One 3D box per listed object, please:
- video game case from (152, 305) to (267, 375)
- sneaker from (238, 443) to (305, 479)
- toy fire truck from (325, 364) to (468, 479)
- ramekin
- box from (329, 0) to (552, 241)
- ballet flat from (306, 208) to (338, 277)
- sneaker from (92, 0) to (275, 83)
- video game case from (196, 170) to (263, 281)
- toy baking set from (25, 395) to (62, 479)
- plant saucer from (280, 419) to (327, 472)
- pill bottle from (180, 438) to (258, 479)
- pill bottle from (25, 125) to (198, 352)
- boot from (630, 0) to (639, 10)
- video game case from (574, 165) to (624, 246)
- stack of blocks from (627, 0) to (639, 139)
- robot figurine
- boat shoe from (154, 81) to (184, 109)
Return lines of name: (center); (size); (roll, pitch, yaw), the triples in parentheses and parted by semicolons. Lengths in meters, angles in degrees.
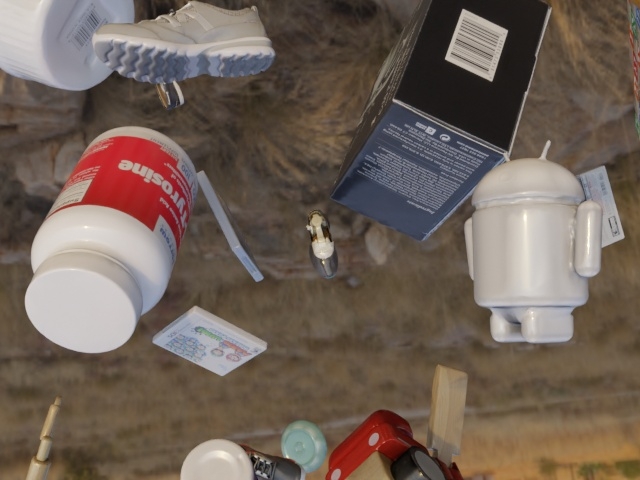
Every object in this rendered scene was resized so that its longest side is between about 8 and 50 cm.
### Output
video game case: (-0.199, 0.184, 1.469); (0.157, 0.019, 0.143); (31, 135, -26)
sneaker: (-0.100, 0.370, 1.328); (0.158, 0.061, 0.065); (8, 160, 31)
toy fire truck: (0.116, 0.247, 0.928); (0.217, 0.246, 0.158); (37, 104, -25)
ramekin: (-0.475, -0.414, 1.521); (0.135, 0.277, 0.277); (25, 170, 23)
box: (0.285, -0.333, 2.019); (0.297, 0.480, 0.472); (24, 151, -5)
ballet flat: (0.000, 0.000, 2.063); (0.074, 0.203, 0.074); (-6, 141, -5)
sneaker: (-0.216, -0.317, 1.277); (0.281, 0.115, 0.105); (-4, 162, -26)
video game case: (-0.201, -0.029, 1.818); (0.023, 0.212, 0.193); (-28, 154, -1)
toy baking set: (-0.470, 0.383, 1.384); (0.030, 0.256, 0.197); (17, -172, -10)
plant saucer: (-0.043, 0.468, 1.854); (0.119, 0.119, 0.021); (-14, 172, 26)
pill bottle: (-0.130, 0.337, 1.109); (0.094, 0.094, 0.169); (-4, 150, -1)
pill bottle: (-0.357, -0.008, 1.416); (0.229, 0.408, 0.229); (2, 126, 3)
boot: (0.373, -0.336, 1.032); (0.211, 0.295, 0.104); (-10, 161, -25)
video game case: (0.643, -0.066, 1.993); (0.173, 0.190, 0.022); (-21, -172, -17)
stack of blocks: (0.588, -0.295, 1.403); (0.087, 0.171, 0.297); (-9, 131, 15)
robot figurine: (0.373, 0.006, 1.469); (0.199, 0.354, 0.300); (3, 174, -39)
boat shoe: (-0.297, -0.303, 1.516); (0.038, 0.125, 0.046); (-32, -162, -29)
